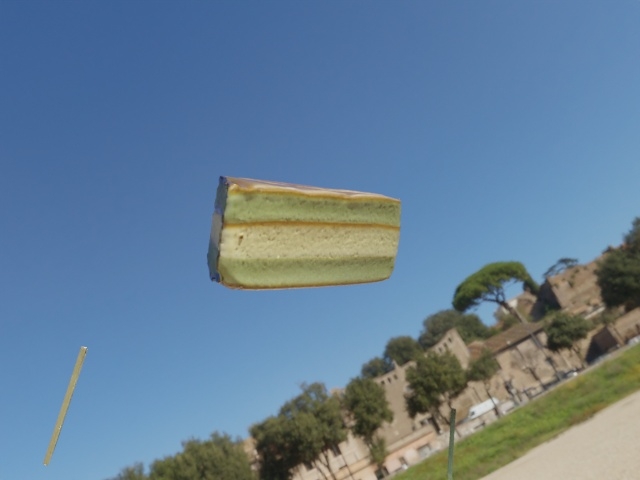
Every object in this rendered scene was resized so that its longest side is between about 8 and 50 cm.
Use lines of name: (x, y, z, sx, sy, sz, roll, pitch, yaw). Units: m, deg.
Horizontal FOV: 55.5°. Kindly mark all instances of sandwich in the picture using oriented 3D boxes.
sandwich: (0.000, 0.000, 0.465, 0.163, 0.079, 0.113, 7, 7, -13)

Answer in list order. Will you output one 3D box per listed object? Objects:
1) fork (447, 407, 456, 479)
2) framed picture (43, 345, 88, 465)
fork: (0.267, 0.455, 1.235, 0.039, 0.235, 0.021, 5, 2, 29)
framed picture: (-0.332, 0.212, 0.794, 0.010, 0.136, 0.201, 19, -19, -16)
